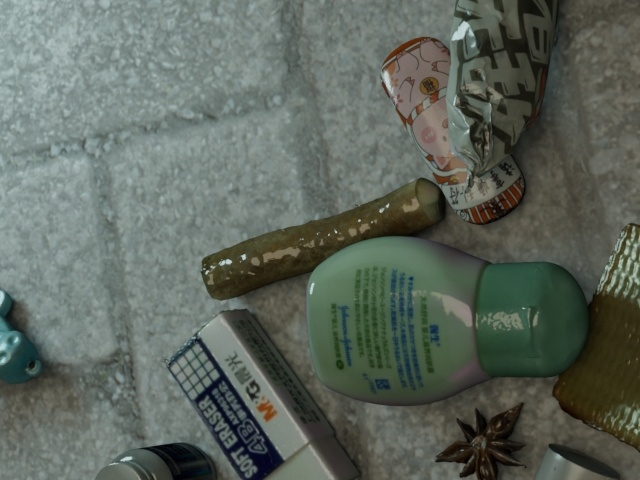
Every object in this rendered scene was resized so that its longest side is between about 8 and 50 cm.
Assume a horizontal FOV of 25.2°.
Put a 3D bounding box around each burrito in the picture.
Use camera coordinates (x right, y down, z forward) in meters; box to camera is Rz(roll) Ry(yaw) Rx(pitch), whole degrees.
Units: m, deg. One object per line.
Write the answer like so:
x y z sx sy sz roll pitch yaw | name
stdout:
0.232 -0.263 1.811 0.139 0.101 0.445 9 76 -3 | burrito

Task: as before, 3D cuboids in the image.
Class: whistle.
-0.521 0.145 2.128 0.274 0.093 0.186 20 68 25 | whistle

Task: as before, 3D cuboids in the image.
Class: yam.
0.000 0.000 1.930 0.356 0.081 0.081 -21 79 20 | yam

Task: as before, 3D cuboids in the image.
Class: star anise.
0.221 0.259 1.838 0.124 0.056 0.129 33 88 40 | star anise

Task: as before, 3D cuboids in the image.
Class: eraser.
-0.081 0.240 1.944 0.130 0.086 0.287 -40 74 17 | eraser

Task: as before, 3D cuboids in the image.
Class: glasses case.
0.172 -0.145 1.874 0.103 0.067 0.267 -32 75 11 | glasses case

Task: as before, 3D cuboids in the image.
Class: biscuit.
0.395 0.120 1.759 0.172 0.029 0.254 29 97 46 | biscuit

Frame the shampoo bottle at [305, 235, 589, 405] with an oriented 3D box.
0.165 0.101 1.815 0.349 0.151 0.222 -3 98 23 | shampoo bottle

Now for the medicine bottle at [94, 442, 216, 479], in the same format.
-0.227 0.332 1.939 0.107 0.191 0.107 -1 86 22 | medicine bottle

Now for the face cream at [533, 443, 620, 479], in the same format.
0.287 0.370 1.781 0.096 0.096 0.214 25 96 22 | face cream
